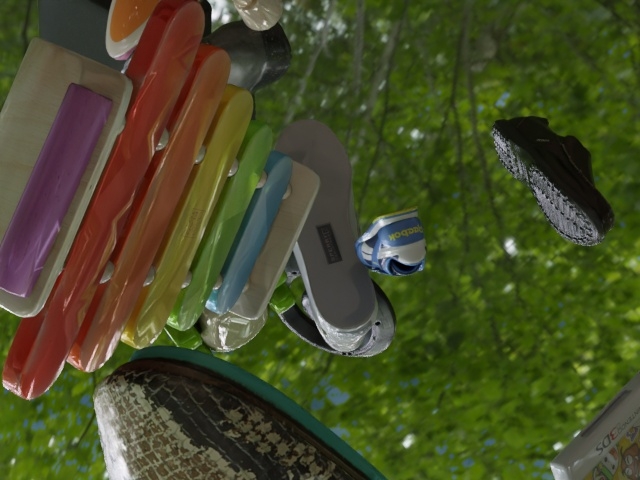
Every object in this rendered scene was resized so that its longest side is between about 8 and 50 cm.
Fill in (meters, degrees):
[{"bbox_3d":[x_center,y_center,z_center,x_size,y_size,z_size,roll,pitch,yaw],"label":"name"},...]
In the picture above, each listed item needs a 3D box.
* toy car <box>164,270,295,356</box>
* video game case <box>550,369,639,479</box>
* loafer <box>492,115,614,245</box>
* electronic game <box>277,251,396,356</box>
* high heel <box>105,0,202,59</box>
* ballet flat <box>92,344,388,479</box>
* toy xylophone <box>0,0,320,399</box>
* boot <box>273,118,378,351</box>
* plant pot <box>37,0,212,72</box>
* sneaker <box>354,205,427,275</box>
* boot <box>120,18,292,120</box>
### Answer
[{"bbox_3d":[-0.151,0.039,1.287,0.155,0.149,0.188,-36,-114,-10],"label":"toy car"},{"bbox_3d":[0.357,0.291,1.172,0.206,0.026,0.227,-33,-71,-36],"label":"video game case"},{"bbox_3d":[0.264,-0.080,1.129,0.078,0.080,0.220,-23,-138,-5],"label":"loafer"},{"bbox_3d":[0.014,0.102,1.633,0.229,0.229,0.048,35,-127,-1],"label":"electronic game"},{"bbox_3d":[-0.104,-0.258,0.987,0.117,0.244,0.082,8,-143,-54],"label":"high heel"},{"bbox_3d":[0.014,0.240,0.627,0.483,0.164,0.182,48,-128,-49],"label":"ballet flat"},{"bbox_3d":[-0.084,-0.048,0.583,0.081,0.236,0.323,24,-169,16],"label":"toy xylophone"},{"bbox_3d":[0.000,0.000,1.174,0.095,0.123,0.258,-9,-109,-7],"label":"boot"},{"bbox_3d":[-0.246,-0.264,1.366,0.167,0.188,0.187,29,-143,34],"label":"plant pot"},{"bbox_3d":[0.072,0.013,1.038,0.053,0.144,0.059,-19,-102,-11],"label":"sneaker"},{"bbox_3d":[-0.140,-0.138,1.008,0.161,0.246,0.083,-21,-103,-27],"label":"boot"}]
